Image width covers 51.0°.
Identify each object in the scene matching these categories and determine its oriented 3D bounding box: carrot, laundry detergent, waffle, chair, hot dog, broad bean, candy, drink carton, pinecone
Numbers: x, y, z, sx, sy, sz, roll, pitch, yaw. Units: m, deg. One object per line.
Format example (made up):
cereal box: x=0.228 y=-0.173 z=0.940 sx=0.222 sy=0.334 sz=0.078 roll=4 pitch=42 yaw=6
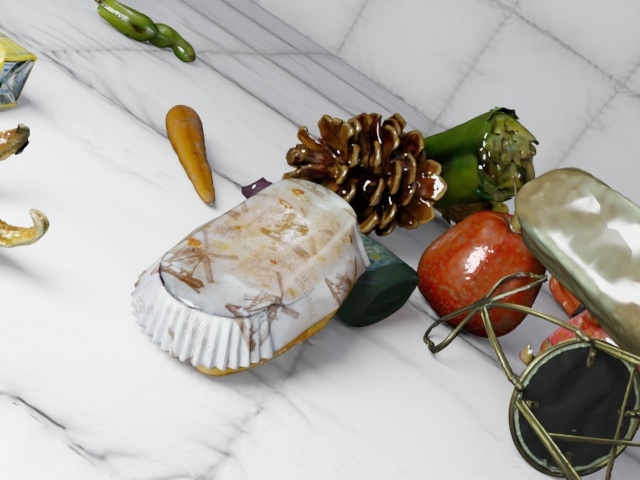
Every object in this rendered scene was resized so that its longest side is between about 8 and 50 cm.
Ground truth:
carrot: x=-0.157 y=-0.107 z=0.828 sx=0.048 sy=0.048 sz=0.216 roll=20 pitch=28 yaw=-34
laundry detergent: x=0.000 y=0.000 z=0.764 sx=0.222 sy=0.078 sz=0.144 roll=41 pitch=27 yaw=26
waffle: x=0.219 y=-0.107 z=1.252 sx=0.301 sy=0.058 sz=0.281 roll=31 pitch=-8 yaw=17
chair: x=0.249 y=0.157 z=0.663 sx=0.170 sy=0.160 sz=0.325 roll=55 pitch=-2 yaw=-15
hot dog: x=-0.046 y=0.025 z=0.585 sx=0.144 sy=0.075 sz=0.268 roll=34 pitch=32 yaw=16
broad bean: x=-0.317 y=-0.380 z=1.206 sx=0.214 sy=0.048 sz=0.070 roll=20 pitch=23 yaw=-41
candy: x=0.306 y=0.020 z=0.708 sx=0.234 sy=0.102 sz=0.104 roll=57 pitch=2 yaw=36
drink carton: x=-0.387 y=-0.207 z=0.654 sx=0.200 sy=0.074 sz=0.084 roll=33 pitch=19 yaw=-4
pinecone: x=0.047 y=-0.085 z=0.897 sx=0.186 sy=0.168 sz=0.212 roll=-5 pitch=4 yaw=45

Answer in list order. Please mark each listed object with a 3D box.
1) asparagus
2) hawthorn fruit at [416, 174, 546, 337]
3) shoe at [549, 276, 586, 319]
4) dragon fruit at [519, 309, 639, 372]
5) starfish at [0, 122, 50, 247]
asparagus: x=0.176 y=-0.105 z=1.015 sx=0.108 sy=0.128 sz=0.382 roll=6 pitch=-6 yaw=-24
hawthorn fruit: x=0.227 y=0.023 z=0.871 sx=0.163 sy=0.203 sz=0.162 roll=30 pitch=21 yaw=-13
shoe: x=0.526 y=0.144 z=1.183 sx=0.171 sy=0.132 sz=0.336 roll=14 pitch=25 yaw=-32
dragon fruit: x=0.364 y=0.143 z=0.834 sx=0.147 sy=0.211 sz=0.282 roll=49 pitch=-5 yaw=21
starfish: x=-0.270 y=-0.050 z=0.461 sx=0.190 sy=0.074 sz=0.146 roll=31 pitch=21 yaw=-8
